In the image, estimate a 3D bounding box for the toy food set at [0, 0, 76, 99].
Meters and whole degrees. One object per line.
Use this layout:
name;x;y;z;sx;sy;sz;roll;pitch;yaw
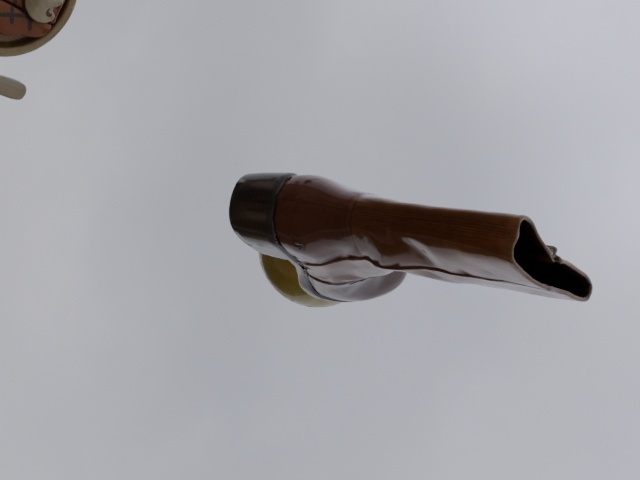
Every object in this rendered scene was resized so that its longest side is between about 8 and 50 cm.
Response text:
toy food set;-0.257;-0.210;1.052;0.038;0.132;0.192;34;-75;51

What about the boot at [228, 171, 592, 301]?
boot;0.102;0.008;1.115;0.280;0.264;0.096;8;-109;32

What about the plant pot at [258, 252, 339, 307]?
plant pot;0.000;0.000;1.414;0.095;0.134;0.134;111;-37;-78
